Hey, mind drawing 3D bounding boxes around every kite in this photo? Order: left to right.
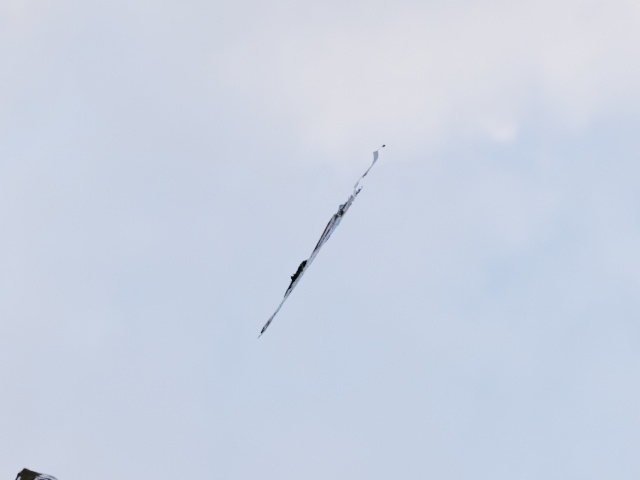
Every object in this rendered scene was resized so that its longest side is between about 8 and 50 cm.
[{"bbox_3d":[0.000,0.000,0.554,0.004,0.122,0.090,34,-76,1],"label":"kite"}]

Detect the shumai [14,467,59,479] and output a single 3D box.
[{"bbox_3d":[-0.089,0.150,0.600,0.124,0.087,0.099,-179,-79,-68],"label":"shumai"}]
